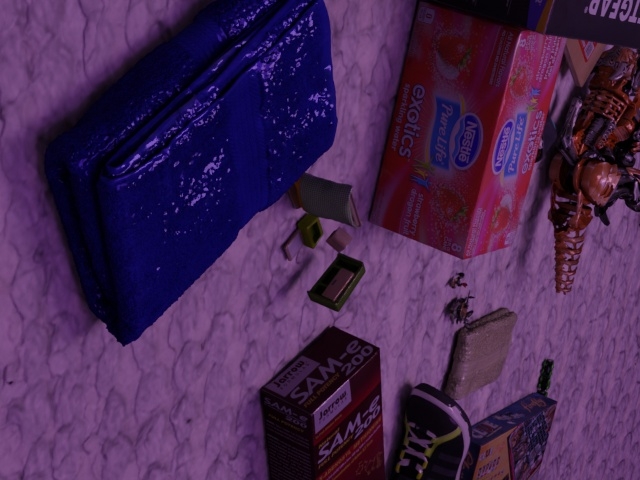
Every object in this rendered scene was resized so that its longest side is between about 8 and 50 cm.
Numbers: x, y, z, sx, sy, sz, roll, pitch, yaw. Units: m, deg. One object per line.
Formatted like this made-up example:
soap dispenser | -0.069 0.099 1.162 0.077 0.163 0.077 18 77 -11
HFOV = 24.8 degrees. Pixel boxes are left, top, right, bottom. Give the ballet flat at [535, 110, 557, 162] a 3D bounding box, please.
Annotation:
ballet flat | 0.240 -0.152 1.748 0.074 0.074 0.203 -60 152 -13

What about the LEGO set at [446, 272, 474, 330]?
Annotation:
LEGO set | 0.174 0.079 1.849 0.054 0.023 0.083 -28 119 -51

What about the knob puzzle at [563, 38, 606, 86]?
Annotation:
knob puzzle | 0.347 -0.320 1.845 0.213 0.030 0.213 -36 137 -42

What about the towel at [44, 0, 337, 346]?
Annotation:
towel | -0.093 -0.077 1.252 0.308 0.076 0.227 -46 143 -32

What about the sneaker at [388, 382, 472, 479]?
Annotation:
sneaker | 0.134 0.288 1.855 0.097 0.084 0.234 -42 142 -35

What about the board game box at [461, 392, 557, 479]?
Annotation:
board game box | 0.257 0.330 2.124 0.243 0.042 0.165 -15 122 -54

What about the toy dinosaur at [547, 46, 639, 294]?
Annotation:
toy dinosaur | 0.373 -0.096 1.970 0.218 0.164 0.322 13 117 -46

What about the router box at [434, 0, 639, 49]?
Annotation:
router box | 0.185 -0.258 1.413 0.309 0.243 0.081 -6 115 -58

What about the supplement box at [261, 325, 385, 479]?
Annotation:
supplement box | 0.008 0.230 1.623 0.130 0.073 0.239 -41 140 -38

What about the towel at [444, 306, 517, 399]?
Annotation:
towel | 0.218 0.152 1.957 0.148 0.027 0.110 -15 121 -54

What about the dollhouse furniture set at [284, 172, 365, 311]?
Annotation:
dollhouse furniture set | 0.000 0.000 1.453 0.058 0.076 0.151 -53 148 -26

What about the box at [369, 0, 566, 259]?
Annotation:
box | 0.160 -0.123 1.577 0.123 0.128 0.256 -14 122 -55

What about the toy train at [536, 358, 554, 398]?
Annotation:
toy train | 0.342 0.216 2.211 0.024 0.017 0.083 -32 136 -59
